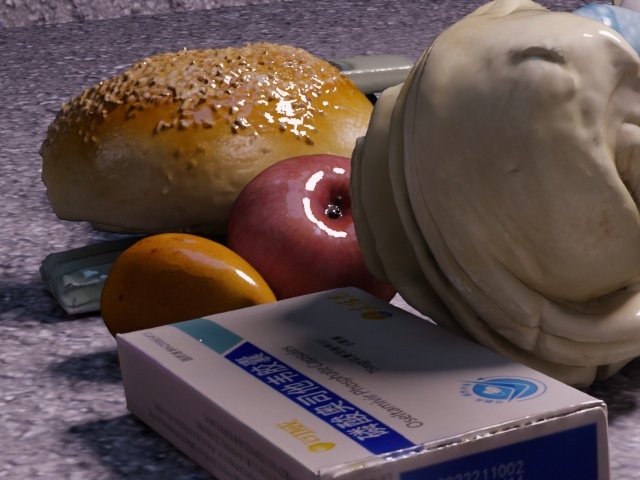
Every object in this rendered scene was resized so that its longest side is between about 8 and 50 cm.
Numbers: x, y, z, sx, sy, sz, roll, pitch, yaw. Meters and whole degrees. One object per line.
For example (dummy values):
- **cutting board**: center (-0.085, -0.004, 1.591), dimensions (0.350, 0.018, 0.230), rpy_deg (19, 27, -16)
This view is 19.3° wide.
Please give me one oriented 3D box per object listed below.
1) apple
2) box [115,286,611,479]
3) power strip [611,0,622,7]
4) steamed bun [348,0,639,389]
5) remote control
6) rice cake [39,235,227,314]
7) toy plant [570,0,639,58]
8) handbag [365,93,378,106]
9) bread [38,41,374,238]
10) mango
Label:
- **apple**: center (0.000, 0.000, 1.511), dimensions (0.153, 0.120, 0.153), rpy_deg (10, 50, -12)
- **box**: center (0.016, 0.110, 1.243), dimensions (0.200, 0.065, 0.343), rpy_deg (-11, 16, -24)
- **power strip**: center (0.377, -0.247, 2.113), dimensions (0.070, 0.256, 0.105), rpy_deg (5, 17, 34)
- **steamed bun**: center (0.135, -0.020, 1.331), dimensions (0.203, 0.276, 0.289), rpy_deg (-29, 2, -6)
- **remote control**: center (-0.045, -0.169, 1.987), dimensions (0.285, 0.038, 0.123), rpy_deg (-8, 15, -10)
- **rice cake**: center (-0.127, 0.022, 1.672), dimensions (0.237, 0.043, 0.127), rpy_deg (-7, 14, -13)
- **toy plant**: center (0.356, -0.158, 1.869), dimensions (0.247, 0.247, 0.332), rpy_deg (2, 20, 26)
- **handbag**: center (-0.051, -0.071, 1.909), dimensions (0.274, 0.100, 0.269), rpy_deg (-8, 19, -10)
- **bread**: center (-0.085, -0.084, 1.650), dimensions (0.314, 0.171, 0.192), rpy_deg (-5, 9, -13)
- **mango**: center (-0.095, 0.045, 1.458), dimensions (0.159, 0.105, 0.084), rpy_deg (7, 18, 21)
